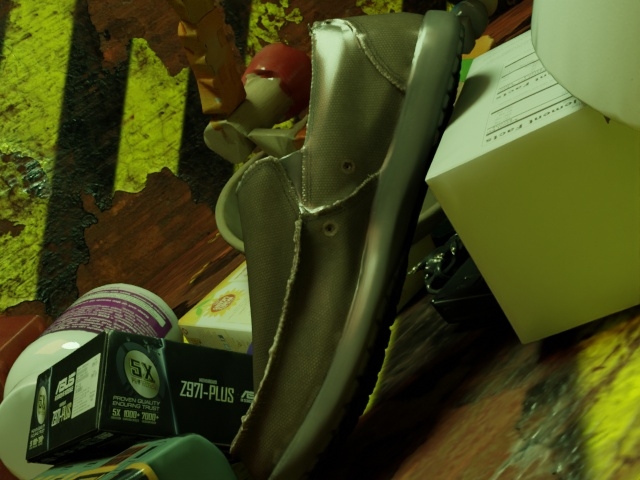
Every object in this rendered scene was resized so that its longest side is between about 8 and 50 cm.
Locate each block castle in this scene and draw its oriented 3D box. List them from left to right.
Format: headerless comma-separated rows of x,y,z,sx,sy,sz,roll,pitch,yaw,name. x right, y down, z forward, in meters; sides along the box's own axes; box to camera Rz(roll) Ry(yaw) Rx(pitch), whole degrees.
0.080,-0.238,0.944,0.453,0.303,0.213,2,37,27,block castle

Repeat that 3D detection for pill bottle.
-0.268,0.168,1.140,0.169,0.169,0.301,-34,9,10,pill bottle

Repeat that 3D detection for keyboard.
0.197,-0.027,0.855,0.202,0.033,0.317,-14,22,50,keyboard

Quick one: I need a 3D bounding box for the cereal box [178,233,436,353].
-0.015,0.055,0.995,0.240,0.047,0.173,1,35,49,cereal box

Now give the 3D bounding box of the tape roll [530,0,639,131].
0.262,-0.150,0.528,0.286,0.100,0.286,-1,37,1,tape roll

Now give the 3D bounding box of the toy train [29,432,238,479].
-0.185,0.227,0.684,0.190,0.142,0.334,-27,1,-36,toy train

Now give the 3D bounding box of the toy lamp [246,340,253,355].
-0.075,0.130,0.904,0.080,0.080,0.275,-43,12,-38,toy lamp

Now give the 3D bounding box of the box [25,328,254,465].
-0.140,0.140,0.793,0.180,0.147,0.077,-31,51,53,box

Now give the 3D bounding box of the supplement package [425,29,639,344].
0.179,-0.063,0.676,0.134,0.139,0.244,-24,17,26,supplement package

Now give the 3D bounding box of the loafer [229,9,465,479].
0.000,0.000,0.699,0.134,0.130,0.365,71,-144,-74,loafer

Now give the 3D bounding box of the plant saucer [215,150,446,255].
0.027,-0.053,1.012,0.278,0.041,0.278,-13,33,9,plant saucer

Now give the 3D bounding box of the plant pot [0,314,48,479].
-0.446,0.237,1.234,0.236,0.267,0.267,-23,11,8,plant pot

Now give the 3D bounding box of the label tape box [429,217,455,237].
0.167,-0.118,1.176,0.249,0.115,0.348,-38,8,-10,label tape box
